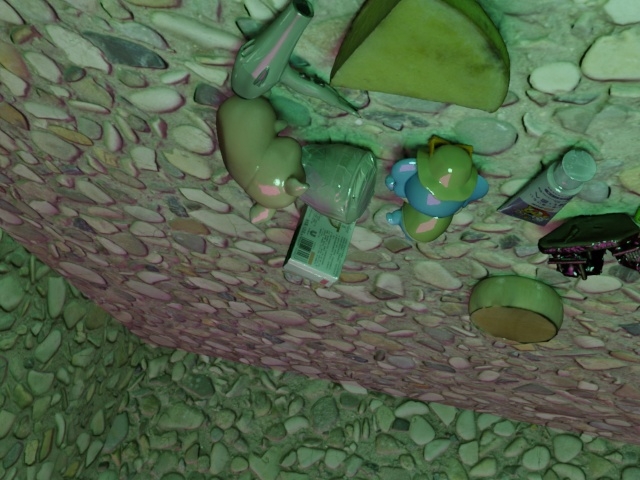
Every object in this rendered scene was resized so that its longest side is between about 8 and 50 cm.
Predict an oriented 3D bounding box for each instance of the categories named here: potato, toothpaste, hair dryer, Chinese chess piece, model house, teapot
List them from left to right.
[{"bbox_3d":[-0.018,-0.325,1.105,0.266,0.093,0.229,8,150,-13],"label":"hair dryer"},{"bbox_3d":[0.031,-0.144,1.357,0.178,0.221,0.164,20,116,16],"label":"teapot"},{"bbox_3d":[0.184,-0.297,0.975,0.255,0.112,0.269,23,156,-20],"label":"potato"},{"bbox_3d":[0.544,0.196,1.720,0.257,0.104,0.257,13,153,7],"label":"Chinese chess piece"},{"bbox_3d":[0.463,-0.092,1.263,0.113,0.073,0.299,16,162,2],"label":"toothpaste"},{"bbox_3d":[0.598,0.030,1.323,0.203,0.141,0.164,-2,128,41],"label":"model house"}]

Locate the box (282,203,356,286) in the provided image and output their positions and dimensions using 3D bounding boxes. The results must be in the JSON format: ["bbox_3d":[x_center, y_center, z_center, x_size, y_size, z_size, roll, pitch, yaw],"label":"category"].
[{"bbox_3d":[0.000,0.000,1.553,0.135,0.199,0.081,24,156,-11],"label":"box"}]

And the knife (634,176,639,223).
[{"bbox_3d":[0.654,-0.083,1.205,0.078,0.023,0.166,15,154,20],"label":"knife"}]

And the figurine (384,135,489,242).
[{"bbox_3d":[0.220,-0.099,1.284,0.180,0.154,0.262,44,136,-1],"label":"figurine"}]

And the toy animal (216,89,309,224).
[{"bbox_3d":[-0.120,-0.176,1.223,0.250,0.154,0.166,60,152,5],"label":"toy animal"}]
